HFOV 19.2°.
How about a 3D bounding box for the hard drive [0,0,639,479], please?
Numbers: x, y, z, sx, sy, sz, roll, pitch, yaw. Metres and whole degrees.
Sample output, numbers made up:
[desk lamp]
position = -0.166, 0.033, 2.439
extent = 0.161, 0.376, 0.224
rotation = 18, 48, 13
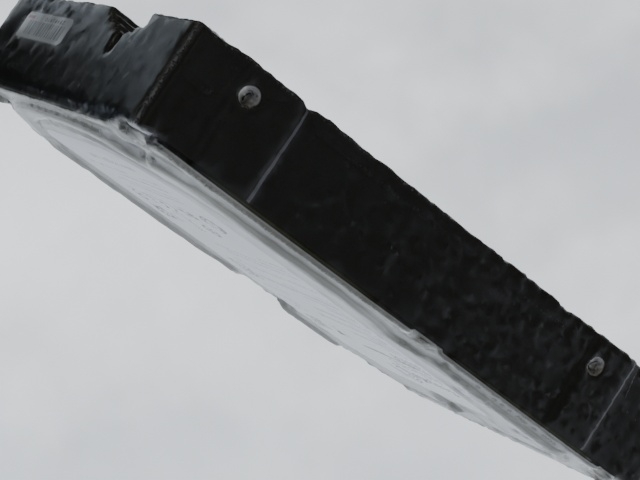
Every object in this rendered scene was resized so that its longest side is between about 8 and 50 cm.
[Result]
[hard drive]
position = 0.000, 0.000, 0.965
extent = 0.064, 0.339, 0.237
rotation = -58, -151, -6
